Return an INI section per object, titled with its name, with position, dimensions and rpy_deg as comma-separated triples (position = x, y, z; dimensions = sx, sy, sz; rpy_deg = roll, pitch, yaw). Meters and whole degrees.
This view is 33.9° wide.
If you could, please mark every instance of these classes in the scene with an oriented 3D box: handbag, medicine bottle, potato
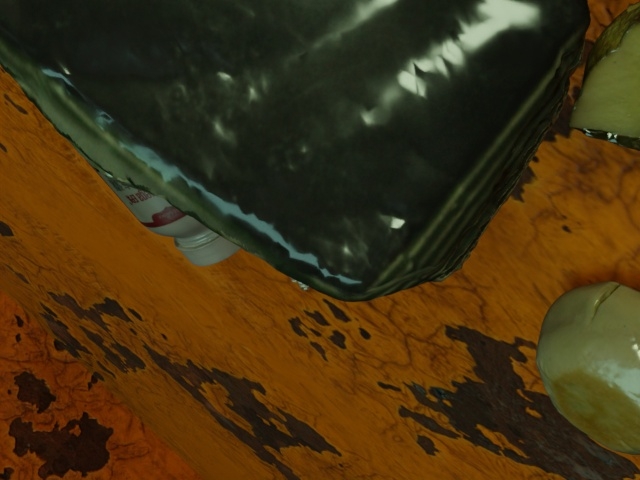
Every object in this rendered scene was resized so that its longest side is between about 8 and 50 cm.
[handbag]
position = -0.024, -0.130, 0.623
dimensions = 0.340, 0.247, 0.240
rpy_deg = 37, -171, 4
[medicine bottle]
position = -0.162, -0.097, 1.039
dimensions = 0.131, 0.131, 0.250
rpy_deg = 5, 139, 52
[potato]
position = 0.199, -0.105, 0.592
dimensions = 0.096, 0.066, 0.103
rpy_deg = 13, 144, 0

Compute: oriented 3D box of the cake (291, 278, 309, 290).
[cake]
position = 0.000, 0.000, 1.079
dimensions = 0.052, 0.065, 0.121
rpy_deg = 37, 150, -2

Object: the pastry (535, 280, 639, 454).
[pastry]
position = 0.250, 0.106, 0.866
dimensions = 0.156, 0.092, 0.156
rpy_deg = 29, 147, 21
